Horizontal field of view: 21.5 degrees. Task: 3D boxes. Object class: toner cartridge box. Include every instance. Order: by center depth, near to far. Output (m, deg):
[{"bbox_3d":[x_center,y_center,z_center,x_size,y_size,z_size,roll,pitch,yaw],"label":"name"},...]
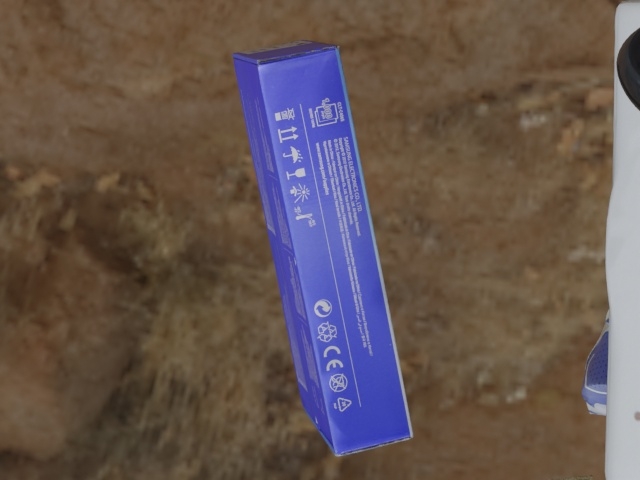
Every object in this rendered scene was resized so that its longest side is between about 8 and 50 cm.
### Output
[{"bbox_3d":[0.000,0.000,1.496,0.075,0.165,0.347,-12,101,-7],"label":"toner cartridge box"}]

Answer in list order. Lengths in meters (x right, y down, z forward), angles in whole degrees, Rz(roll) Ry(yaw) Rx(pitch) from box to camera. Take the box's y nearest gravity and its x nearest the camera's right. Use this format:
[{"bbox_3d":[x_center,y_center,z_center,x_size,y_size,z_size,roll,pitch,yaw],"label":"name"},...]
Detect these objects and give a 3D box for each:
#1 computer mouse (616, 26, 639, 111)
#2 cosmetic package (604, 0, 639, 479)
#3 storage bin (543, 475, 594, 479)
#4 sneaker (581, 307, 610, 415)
[{"bbox_3d":[0.249,-0.045,0.839,0.242,0.071,0.041,37,159,33],"label":"computer mouse"},{"bbox_3d":[0.429,0.011,1.129,0.327,0.329,0.394,1,180,42],"label":"cosmetic package"},{"bbox_3d":[0.141,0.312,1.220,0.123,0.262,0.260,-21,165,27],"label":"storage bin"},{"bbox_3d":[0.325,0.013,1.632,0.127,0.315,0.182,0,131,40],"label":"sneaker"}]
